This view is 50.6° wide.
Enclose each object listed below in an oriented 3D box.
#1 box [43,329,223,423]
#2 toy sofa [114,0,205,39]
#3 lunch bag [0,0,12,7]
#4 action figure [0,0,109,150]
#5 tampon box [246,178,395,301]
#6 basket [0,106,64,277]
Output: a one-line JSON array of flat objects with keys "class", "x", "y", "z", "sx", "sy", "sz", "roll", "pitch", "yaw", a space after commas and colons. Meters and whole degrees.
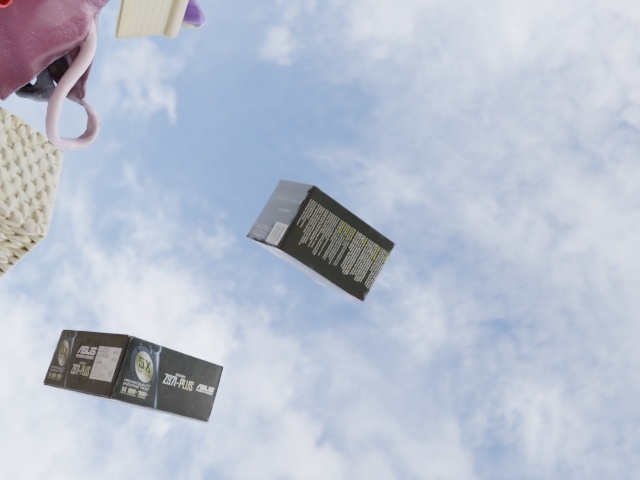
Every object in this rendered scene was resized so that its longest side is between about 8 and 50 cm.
[{"class": "box", "x": -0.243, "y": 0.175, "z": 0.878, "sx": 0.180, "sy": 0.147, "sz": 0.077, "roll": -5, "pitch": -116, "yaw": 44}, {"class": "toy sofa", "x": -0.324, "y": -0.545, "z": 1.193, "sx": 0.362, "sy": 0.177, "sz": 0.150, "roll": 66, "pitch": -31, "yaw": 14}, {"class": "lunch bag", "x": -0.256, "y": -0.323, "z": 0.560, "sx": 0.120, "sy": 0.293, "sz": 0.258, "roll": 20, "pitch": -56, "yaw": -10}, {"class": "action figure", "x": -0.286, "y": -0.321, "z": 0.803, "sx": 0.370, "sy": 0.248, "sz": 0.275, "roll": -38, "pitch": -87, "yaw": 9}, {"class": "tampon box", "x": 0.000, "y": 0.000, "z": 0.977, "sx": 0.101, "sy": 0.161, "sz": 0.120, "roll": -59, "pitch": -152, "yaw": -7}, {"class": "basket", "x": -0.767, "y": -0.115, "z": 1.439, "sx": 0.266, "sy": 0.328, "sz": 0.331, "roll": -34, "pitch": -139, "yaw": 23}]
